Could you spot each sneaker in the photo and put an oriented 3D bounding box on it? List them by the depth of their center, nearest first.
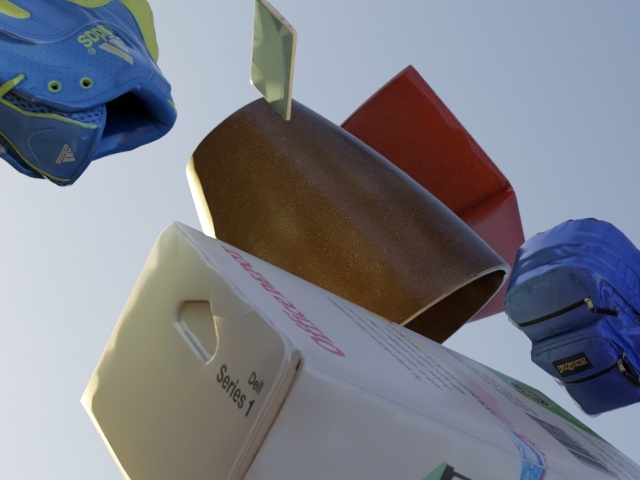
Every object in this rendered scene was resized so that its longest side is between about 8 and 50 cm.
[{"bbox_3d":[-0.157,-0.091,0.645,0.126,0.240,0.091,53,-56,32],"label":"sneaker"}]

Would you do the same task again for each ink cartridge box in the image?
[{"bbox_3d":[0.037,0.117,0.747,0.117,0.278,0.201,-61,-152,5],"label":"ink cartridge box"}]

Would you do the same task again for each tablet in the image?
[{"bbox_3d":[-0.034,-0.134,1.061,0.054,0.006,0.083,48,-31,33],"label":"tablet"}]

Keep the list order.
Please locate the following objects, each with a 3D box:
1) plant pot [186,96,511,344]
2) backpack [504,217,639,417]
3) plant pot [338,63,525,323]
[{"bbox_3d":[0.000,0.000,1.175,0.230,0.215,0.215,53,-32,14],"label":"plant pot"},{"bbox_3d":[0.184,0.050,0.966,0.098,0.101,0.120,-27,-66,36],"label":"backpack"},{"bbox_3d":[0.107,-0.020,1.934,0.267,0.235,0.267,56,-7,37],"label":"plant pot"}]
